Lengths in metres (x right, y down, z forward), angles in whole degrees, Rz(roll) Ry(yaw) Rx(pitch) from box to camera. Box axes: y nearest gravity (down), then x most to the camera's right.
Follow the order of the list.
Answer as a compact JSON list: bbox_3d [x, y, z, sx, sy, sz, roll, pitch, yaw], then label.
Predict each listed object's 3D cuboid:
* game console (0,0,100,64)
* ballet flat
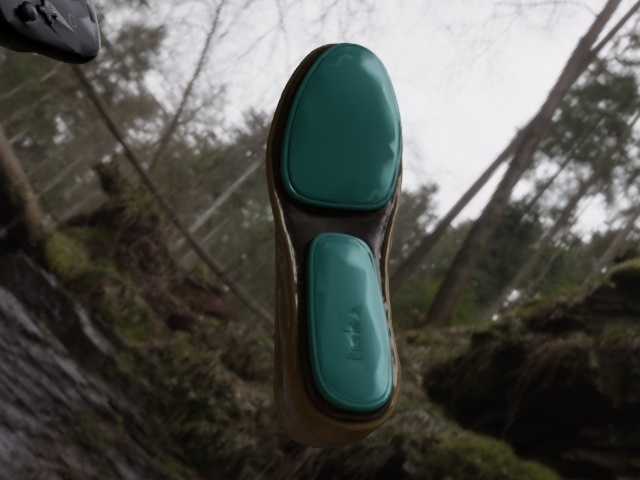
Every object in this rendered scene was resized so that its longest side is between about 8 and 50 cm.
[{"bbox_3d":[-0.212,-0.287,0.777,0.044,0.213,0.361,-24,-106,34],"label":"game console"},{"bbox_3d":[0.000,0.000,0.608,0.080,0.232,0.073,12,-30,-16],"label":"ballet flat"}]
